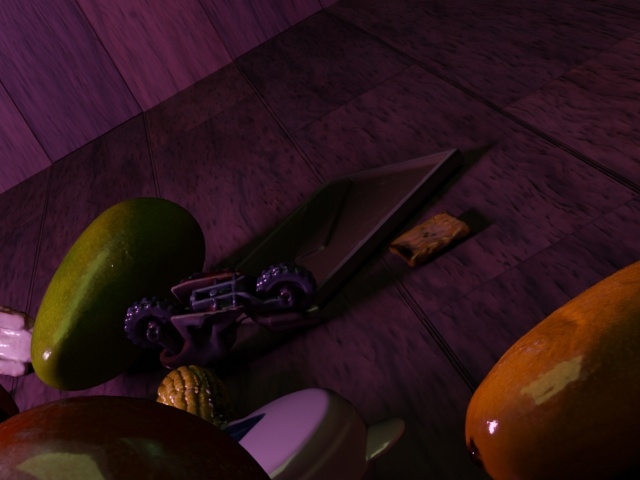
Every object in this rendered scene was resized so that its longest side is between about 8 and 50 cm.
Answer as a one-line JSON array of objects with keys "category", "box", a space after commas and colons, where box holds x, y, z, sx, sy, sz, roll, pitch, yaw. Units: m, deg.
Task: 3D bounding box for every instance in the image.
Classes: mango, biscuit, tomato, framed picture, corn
[{"category": "mango", "box": [0.214, 0.089, 0.945, 0.262, 0.109, 0.157, -30, 7, -18]}, {"category": "biscuit", "box": [0.121, -0.002, 1.485, 0.081, 0.018, 0.083, -32, 18, -7]}, {"category": "mango", "box": [-0.247, 0.064, 1.633, 0.192, 0.156, 0.343, -64, -2, 34]}, {"category": "tomato", "box": [-0.126, 0.234, 0.851, 0.270, 0.270, 0.223, -24, -12, 19]}, {"category": "framed picture", "box": [0.000, 0.000, 1.664, 0.247, 0.022, 0.335, -11, 26, 47]}, {"category": "corn", "box": [-0.114, 0.175, 1.285, 0.072, 0.072, 0.203, -31, 19, -4]}]

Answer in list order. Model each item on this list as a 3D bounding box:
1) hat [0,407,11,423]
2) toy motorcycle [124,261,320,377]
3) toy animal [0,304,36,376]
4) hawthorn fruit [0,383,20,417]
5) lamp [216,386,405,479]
[{"category": "hat", "box": [-0.302, 0.292, 1.163, 0.238, 0.209, 0.336, -29, 51, 51]}, {"category": "toy motorcycle", "box": [-0.100, 0.089, 1.458, 0.213, 0.118, 0.084, -15, 36, 7]}, {"category": "toy animal", "box": [-0.431, 0.139, 1.893, 0.184, 0.104, 0.185, -4, -5, -10]}, {"category": "hawthorn fruit", "box": [-0.416, 0.232, 1.381, 0.235, 0.231, 0.263, -58, -11, -26]}, {"category": "lamp", "box": [-0.050, 0.200, 1.047, 0.246, 0.108, 0.179, -14, 19, 46]}]
